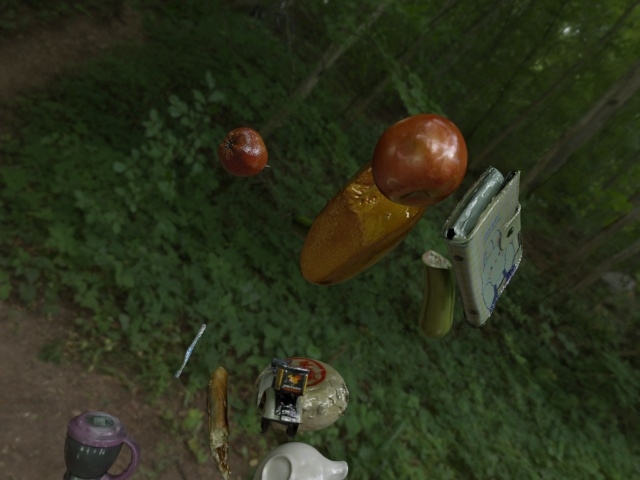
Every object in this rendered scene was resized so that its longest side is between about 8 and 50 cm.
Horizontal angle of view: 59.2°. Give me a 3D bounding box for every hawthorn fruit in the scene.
[{"bbox_3d":[-0.192,-0.211,1.404,0.125,0.125,0.140,46,-19,37],"label":"hawthorn fruit"}]

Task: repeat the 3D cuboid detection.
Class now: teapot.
[{"bbox_3d":[-0.066,0.440,1.017,0.092,0.226,0.145,55,14,-37],"label":"teapot"},{"bbox_3d":[-0.457,0.439,1.161,0.148,0.146,0.116,16,5,-30],"label":"teapot"}]

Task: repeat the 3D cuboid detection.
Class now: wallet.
[{"bbox_3d":[0.344,0.018,1.161,0.077,0.223,0.310,22,-26,35],"label":"wallet"}]

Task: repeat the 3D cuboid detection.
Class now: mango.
[{"bbox_3d":[0.089,-0.031,1.192,0.199,0.350,0.201,26,24,-31],"label":"mango"}]

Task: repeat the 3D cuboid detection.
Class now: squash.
[{"bbox_3d":[0.274,0.135,1.326,0.083,0.083,0.250,45,-30,45],"label":"squash"}]

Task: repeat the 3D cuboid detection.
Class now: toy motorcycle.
[{"bbox_3d":[-0.087,0.339,1.230,0.090,0.157,0.263,14,-11,-10],"label":"toy motorcycle"}]

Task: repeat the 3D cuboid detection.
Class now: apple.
[{"bbox_3d":[0.162,-0.133,0.929,0.163,0.163,0.139,70,23,-73],"label":"apple"}]

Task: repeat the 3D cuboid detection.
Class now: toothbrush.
[{"bbox_3d":[-0.350,0.297,1.521,0.017,0.162,0.014,3,-34,42],"label":"toothbrush"}]

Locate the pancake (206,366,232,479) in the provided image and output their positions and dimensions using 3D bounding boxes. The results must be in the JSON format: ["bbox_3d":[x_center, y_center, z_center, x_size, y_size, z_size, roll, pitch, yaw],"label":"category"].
[{"bbox_3d":[-0.234,0.453,1.371,0.266,0.057,0.245,-115,-165,-80],"label":"pancake"}]

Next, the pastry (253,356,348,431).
[{"bbox_3d":[-0.052,0.424,1.558,0.265,0.264,0.133,-139,-128,-58],"label":"pastry"}]

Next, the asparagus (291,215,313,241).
[{"bbox_3d":[0.002,0.000,1.463,0.060,0.067,0.277,19,10,-33],"label":"asparagus"}]
